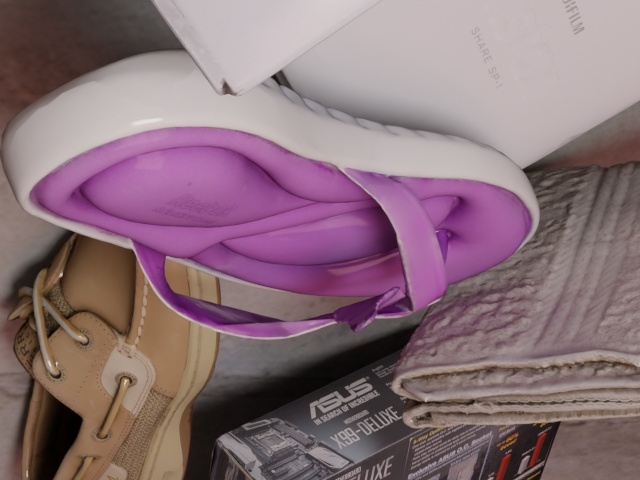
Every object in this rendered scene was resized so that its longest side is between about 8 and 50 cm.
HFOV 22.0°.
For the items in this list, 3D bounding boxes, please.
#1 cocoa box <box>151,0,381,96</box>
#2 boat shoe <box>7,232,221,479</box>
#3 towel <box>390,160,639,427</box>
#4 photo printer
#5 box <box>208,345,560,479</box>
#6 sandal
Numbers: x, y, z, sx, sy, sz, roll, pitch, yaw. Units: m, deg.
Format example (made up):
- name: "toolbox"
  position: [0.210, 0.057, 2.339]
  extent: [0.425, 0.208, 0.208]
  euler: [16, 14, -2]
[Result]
- name: "cocoa box"
  position: [0.038, -0.262, 0.689]
  extent: [0.347, 0.228, 0.231]
  euler: [-34, 106, 6]
- name: "boat shoe"
  position: [-0.139, 0.066, 1.057]
  extent: [0.110, 0.121, 0.341]
  euler: [-10, 137, -21]
- name: "towel"
  position: [0.166, 0.021, 1.046]
  extent: [0.187, 0.282, 0.049]
  euler: [-6, 118, 25]
- name: "photo printer"
  position: [0.113, -0.160, 0.977]
  extent: [0.308, 0.107, 0.256]
  euler: [-30, 139, 2]
- name: "box"
  position: [0.049, 0.194, 1.261]
  extent: [0.307, 0.076, 0.242]
  euler: [-23, 141, -32]
- name: "sandal"
  position: [-0.012, 0.006, 0.873]
  extent: [0.169, 0.102, 0.416]
  euler: [-25, 159, 29]
